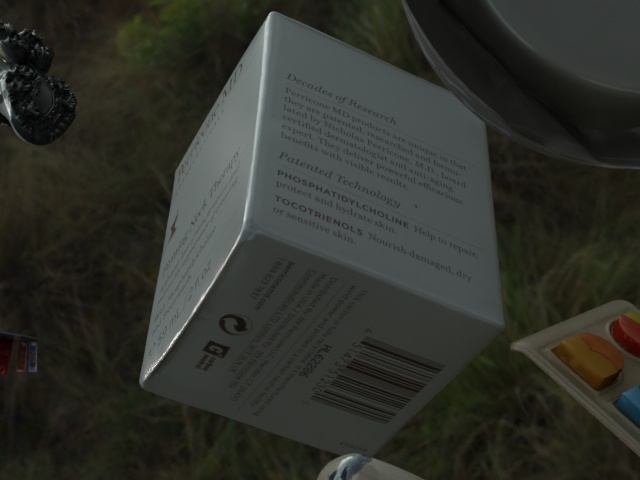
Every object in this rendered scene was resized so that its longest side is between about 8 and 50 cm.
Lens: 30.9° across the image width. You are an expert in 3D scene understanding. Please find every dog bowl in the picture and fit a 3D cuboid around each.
[{"bbox_3d":[0.207,-0.207,0.777,0.349,0.348,0.102,-34,-6,-7],"label":"dog bowl"}]

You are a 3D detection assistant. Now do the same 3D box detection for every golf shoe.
[{"bbox_3d":[-0.301,-0.136,1.161,0.094,0.077,0.198,-54,36,22],"label":"golf shoe"}]

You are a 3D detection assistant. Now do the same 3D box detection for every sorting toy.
[{"bbox_3d":[0.317,0.131,1.127,0.193,0.038,0.208,-15,43,-43],"label":"sorting toy"}]

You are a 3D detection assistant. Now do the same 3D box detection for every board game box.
[{"bbox_3d":[-0.318,0.099,1.029,0.169,0.133,0.033,-8,72,49],"label":"board game box"}]

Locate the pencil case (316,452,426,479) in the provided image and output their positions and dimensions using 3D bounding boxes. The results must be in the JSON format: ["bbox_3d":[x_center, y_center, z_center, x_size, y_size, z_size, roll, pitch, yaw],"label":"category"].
[{"bbox_3d":[-0.006,0.340,0.816,0.160,0.183,0.410,8,40,26],"label":"pencil case"}]

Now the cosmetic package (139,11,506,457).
[{"bbox_3d":[0.000,0.000,1.459,0.329,0.327,0.393,-53,24,40],"label":"cosmetic package"}]
